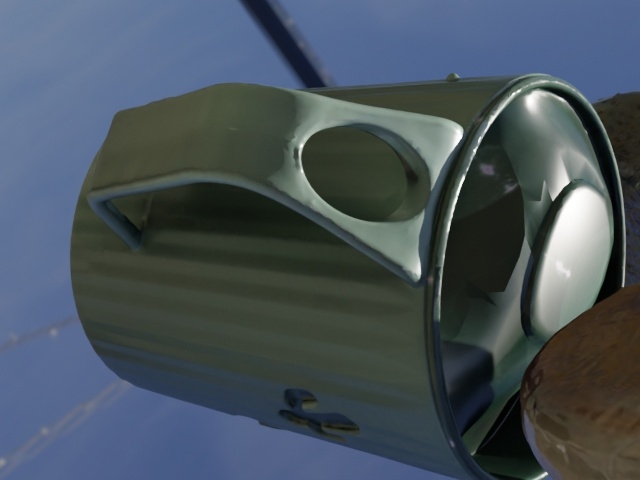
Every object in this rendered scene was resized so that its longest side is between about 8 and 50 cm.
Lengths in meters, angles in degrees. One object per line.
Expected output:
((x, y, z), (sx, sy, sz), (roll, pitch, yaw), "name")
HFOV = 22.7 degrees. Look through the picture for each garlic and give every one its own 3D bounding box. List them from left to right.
((0.168, 0.081, 0.758), (0.128, 0.090, 0.198), (-43, -168, -1), "garlic")

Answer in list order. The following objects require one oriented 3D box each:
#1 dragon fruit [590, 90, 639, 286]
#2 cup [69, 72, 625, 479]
((0.341, -0.039, 1.476), (0.204, 0.221, 0.283), (-35, -136, -19), "dragon fruit")
((0.013, -0.014, 1.264), (0.392, 0.401, 0.310), (6, -138, 34), "cup")
